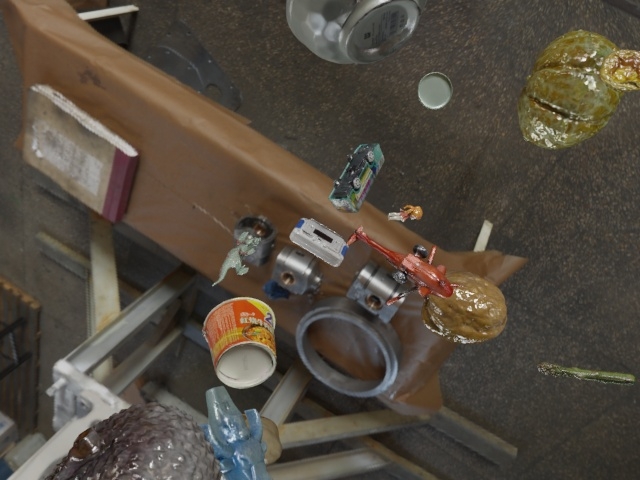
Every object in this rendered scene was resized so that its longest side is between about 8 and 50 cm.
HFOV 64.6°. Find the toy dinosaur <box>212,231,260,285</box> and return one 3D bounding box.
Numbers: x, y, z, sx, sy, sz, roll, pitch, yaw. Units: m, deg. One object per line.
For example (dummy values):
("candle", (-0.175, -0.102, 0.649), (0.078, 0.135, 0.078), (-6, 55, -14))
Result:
("toy dinosaur", (-0.266, 0.057, 1.554), (0.167, 0.242, 0.053), (7, 137, 47))

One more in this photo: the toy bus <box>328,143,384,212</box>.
("toy bus", (0.119, -0.201, 1.608), (0.091, 0.262, 0.109), (5, 143, 37))

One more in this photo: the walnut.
("walnut", (0.590, 0.277, 2.054), (0.343, 0.306, 0.306), (10, 124, 2))

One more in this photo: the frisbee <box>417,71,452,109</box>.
("frisbee", (0.349, -0.457, 1.545), (0.110, 0.014, 0.110), (0, 100, -2))

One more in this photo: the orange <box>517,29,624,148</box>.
("orange", (0.760, -0.456, 1.497), (0.270, 0.210, 0.369), (26, 86, 4))

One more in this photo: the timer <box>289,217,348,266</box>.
("timer", (0.000, 0.000, 2.229), (0.253, 0.178, 0.078), (31, 116, -2))

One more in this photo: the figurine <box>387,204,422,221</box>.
("figurine", (0.267, -0.083, 1.600), (0.109, 0.064, 0.047), (-8, 134, 7))

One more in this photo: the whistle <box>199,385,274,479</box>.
("whistle", (-0.171, 0.427, 1.041), (0.093, 0.180, 0.269), (-31, 72, 20))

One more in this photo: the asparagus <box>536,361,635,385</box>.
("asparagus", (0.269, 0.136, 0.518), (0.114, 0.014, 0.015), (8, 127, -10))

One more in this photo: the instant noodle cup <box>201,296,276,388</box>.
("instant noodle cup", (-0.215, 0.290, 1.397), (0.213, 0.174, 0.213), (-7, 122, -11))

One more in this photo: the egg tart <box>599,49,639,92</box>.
("egg tart", (0.737, -0.404, 1.223), (0.130, 0.131, 0.052), (14, 159, 19))

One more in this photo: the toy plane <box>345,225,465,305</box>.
("toy plane", (0.133, 0.027, 0.818), (0.194, 0.126, 0.077), (57, 174, 28))

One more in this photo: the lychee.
("lychee", (-0.273, 0.396, 0.754), (0.299, 0.300, 0.300), (13, 124, 20))

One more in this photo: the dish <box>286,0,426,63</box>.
("dish", (0.085, -0.407, 0.884), (0.303, 0.303, 0.120), (-40, 68, 38))

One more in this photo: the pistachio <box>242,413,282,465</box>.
("pistachio", (-0.183, 0.540, 1.372), (0.129, 0.132, 0.206), (-2, 148, 33))
